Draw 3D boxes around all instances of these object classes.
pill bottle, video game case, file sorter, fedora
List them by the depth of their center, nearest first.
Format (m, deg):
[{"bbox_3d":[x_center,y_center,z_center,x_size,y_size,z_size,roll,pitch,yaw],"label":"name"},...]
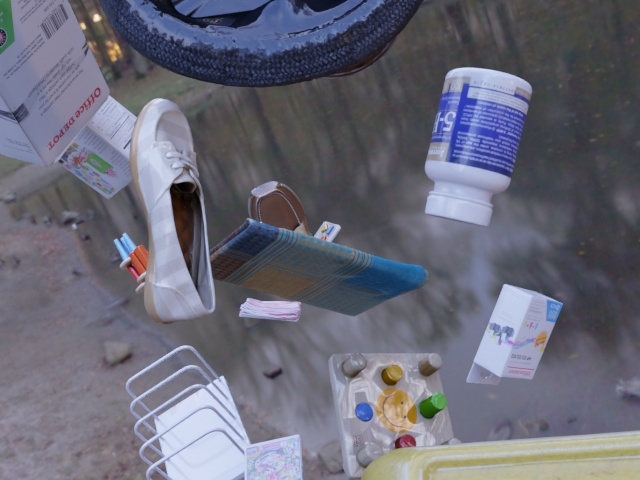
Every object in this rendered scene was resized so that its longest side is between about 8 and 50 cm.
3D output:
[{"bbox_3d":[-0.054,-0.286,0.683,0.334,0.333,0.152,-24,-3,-1],"label":"fedora"},{"bbox_3d":[0.196,-0.116,0.865,0.112,0.186,0.112,13,2,0],"label":"pill bottle"},{"bbox_3d":[-0.065,0.338,0.933,0.087,0.011,0.122,-17,53,15],"label":"video game case"},{"bbox_3d":[-0.289,0.398,1.454,0.193,0.173,0.277,-33,39,-3],"label":"file sorter"}]

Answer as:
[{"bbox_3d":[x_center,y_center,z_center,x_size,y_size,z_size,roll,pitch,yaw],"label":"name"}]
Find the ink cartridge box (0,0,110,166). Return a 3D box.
[{"bbox_3d":[-0.504,-0.300,1.133,0.122,0.289,0.211,15,56,18],"label":"ink cartridge box"}]

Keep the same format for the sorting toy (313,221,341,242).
[{"bbox_3d":[0.000,0.000,1.304,0.083,0.012,0.062,-55,29,-8],"label":"sorting toy"}]

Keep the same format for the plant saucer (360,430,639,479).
[{"bbox_3d":[0.163,0.212,0.323,0.333,0.080,0.332,-9,34,13],"label":"plant saucer"}]

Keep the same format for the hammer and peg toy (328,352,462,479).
[{"bbox_3d":[0.154,0.400,1.359,0.266,0.361,0.127,4,-32,-22],"label":"hammer and peg toy"}]

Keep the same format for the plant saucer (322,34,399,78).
[{"bbox_3d":[0.053,-0.463,1.459,0.311,0.310,0.050,-22,57,2],"label":"plant saucer"}]

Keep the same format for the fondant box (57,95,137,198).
[{"bbox_3d":[-0.529,-0.249,1.443,0.238,0.330,0.096,-20,35,53],"label":"fondant box"}]

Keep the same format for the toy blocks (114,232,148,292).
[{"bbox_3d":[-0.289,0.046,1.100,0.054,0.148,0.123,-32,-6,-23],"label":"toy blocks"}]

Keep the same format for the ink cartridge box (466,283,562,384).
[{"bbox_3d":[0.328,0.173,1.136,0.104,0.181,0.062,14,9,-41],"label":"ink cartridge box"}]

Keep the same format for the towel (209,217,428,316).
[{"bbox_3d":[-0.020,0.057,1.258,0.271,0.370,0.040,-32,47,53],"label":"towel"}]

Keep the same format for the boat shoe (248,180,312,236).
[{"bbox_3d":[-0.063,0.011,1.514,0.123,0.324,0.120,-27,44,-4],"label":"boat shoe"}]

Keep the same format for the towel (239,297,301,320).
[{"bbox_3d":[-0.120,0.166,1.668,0.144,0.029,0.197,5,4,0],"label":"towel"}]

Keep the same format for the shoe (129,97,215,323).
[{"bbox_3d":[-0.134,-0.030,0.647,0.058,0.218,0.077,-4,-1,31],"label":"shoe"}]
